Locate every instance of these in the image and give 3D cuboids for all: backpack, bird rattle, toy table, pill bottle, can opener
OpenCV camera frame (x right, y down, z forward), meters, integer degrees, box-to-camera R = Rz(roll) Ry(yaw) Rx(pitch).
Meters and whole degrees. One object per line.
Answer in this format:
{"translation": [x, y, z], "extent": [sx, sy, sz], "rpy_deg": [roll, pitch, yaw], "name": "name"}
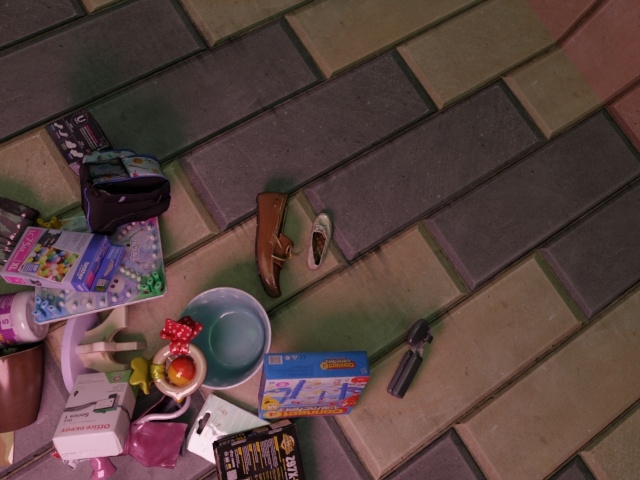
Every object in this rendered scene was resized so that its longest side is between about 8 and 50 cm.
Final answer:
{"translation": [-0.621, -0.163, 1.565], "extent": [0.264, 0.276, 0.213], "rpy_deg": [-10, 62, -28], "name": "backpack"}
{"translation": [-0.430, 0.361, 1.466], "extent": [0.207, 0.143, 0.253], "rpy_deg": [42, 73, 2], "name": "bird rattle"}
{"translation": [-0.672, 0.336, 1.518], "extent": [0.161, 0.252, 0.274], "rpy_deg": [-7, 89, 7], "name": "toy table"}
{"translation": [-1.021, 0.256, 1.503], "extent": [0.302, 0.169, 0.169], "rpy_deg": [-10, 78, -5], "name": "pill bottle"}
{"translation": [0.307, 0.407, 1.705], "extent": [0.093, 0.074, 0.280], "rpy_deg": [32, 76, -17], "name": "can opener"}

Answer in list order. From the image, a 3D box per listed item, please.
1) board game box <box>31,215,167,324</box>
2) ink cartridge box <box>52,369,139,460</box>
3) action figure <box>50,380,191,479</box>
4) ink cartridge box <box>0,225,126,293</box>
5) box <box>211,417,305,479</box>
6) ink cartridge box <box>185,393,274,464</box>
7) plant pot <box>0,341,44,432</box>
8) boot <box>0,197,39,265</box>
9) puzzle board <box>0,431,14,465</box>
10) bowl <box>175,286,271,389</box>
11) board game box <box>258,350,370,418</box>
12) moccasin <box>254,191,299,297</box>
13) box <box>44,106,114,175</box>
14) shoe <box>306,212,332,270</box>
{"translation": [-0.717, 0.048, 1.585], "extent": [0.391, 0.050, 0.389], "rpy_deg": [-12, 56, -11], "name": "board game box"}
{"translation": [-0.611, 0.475, 1.353], "extent": [0.161, 0.219, 0.092], "rpy_deg": [-5, 122, -5], "name": "ink cartridge box"}
{"translation": [-0.571, 0.579, 1.423], "extent": [0.371, 0.275, 0.248], "rpy_deg": [5, 34, -35], "name": "action figure"}
{"translation": [-0.784, 0.058, 1.508], "extent": [0.312, 0.065, 0.185], "rpy_deg": [8, 55, 1], "name": "ink cartridge box"}
{"translation": [-0.178, 0.750, 1.511], "extent": [0.257, 0.079, 0.321], "rpy_deg": [-10, 87, -23], "name": "box"}
{"translation": [-0.294, 0.629, 1.586], "extent": [0.233, 0.066, 0.189], "rpy_deg": [25, 75, 7], "name": "ink cartridge box"}
{"translation": [-0.933, 0.444, 1.473], "extent": [0.216, 0.215, 0.230], "rpy_deg": [-9, 92, -10], "name": "plant pot"}
{"translation": [-1.124, -0.061, 1.603], "extent": [0.339, 0.118, 0.222], "rpy_deg": [23, 83, 5], "name": "boot"}
{"translation": [-0.992, 0.625, 1.506], "extent": [0.097, 0.011, 0.128], "rpy_deg": [-4, 77, -8], "name": "puzzle board"}
{"translation": [-0.296, 0.313, 1.580], "extent": [0.312, 0.163, 0.311], "rpy_deg": [-1, 77, 6], "name": "bowl"}
{"translation": [-0.031, 0.451, 1.521], "extent": [0.309, 0.301, 0.086], "rpy_deg": [1, 50, -11], "name": "board game box"}
{"translation": [-0.150, 0.011, 1.714], "extent": [0.147, 0.139, 0.379], "rpy_deg": [-2, 68, 1], "name": "moccasin"}
{"translation": [-0.765, -0.297, 1.633], "extent": [0.142, 0.247, 0.163], "rpy_deg": [-33, 83, -13], "name": "box"}
{"translation": [0.000, 0.000, 1.768], "extent": [0.077, 0.058, 0.218], "rpy_deg": [12, 76, -5], "name": "shoe"}
